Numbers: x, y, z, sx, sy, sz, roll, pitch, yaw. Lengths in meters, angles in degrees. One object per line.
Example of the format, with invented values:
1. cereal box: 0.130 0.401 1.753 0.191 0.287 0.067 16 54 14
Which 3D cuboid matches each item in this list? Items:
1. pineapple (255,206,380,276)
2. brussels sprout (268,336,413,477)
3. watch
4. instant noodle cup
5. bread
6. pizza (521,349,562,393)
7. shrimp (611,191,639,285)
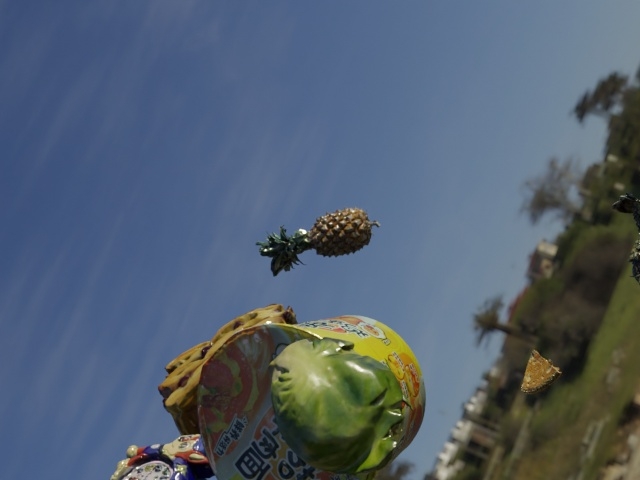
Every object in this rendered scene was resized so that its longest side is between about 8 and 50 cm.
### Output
1. pineapple: -0.001 -0.001 2.263 0.103 0.221 0.083 31 -136 -74
2. brussels sprout: 0.016 0.178 1.406 0.139 0.181 0.100 -42 -18 -16
3. watch: -0.227 0.423 1.970 0.171 0.196 0.200 -74 -29 -56
4. instant noodle cup: 0.005 0.213 1.619 0.200 0.264 0.264 -15 -54 -59
5. bread: -0.167 0.279 2.544 0.324 0.167 0.277 -39 -46 -18
6. pizza: 0.377 0.221 2.172 0.083 0.025 0.078 -35 42 38
7. shrimp: 0.483 0.006 1.862 0.082 0.076 0.174 114 154 -56
